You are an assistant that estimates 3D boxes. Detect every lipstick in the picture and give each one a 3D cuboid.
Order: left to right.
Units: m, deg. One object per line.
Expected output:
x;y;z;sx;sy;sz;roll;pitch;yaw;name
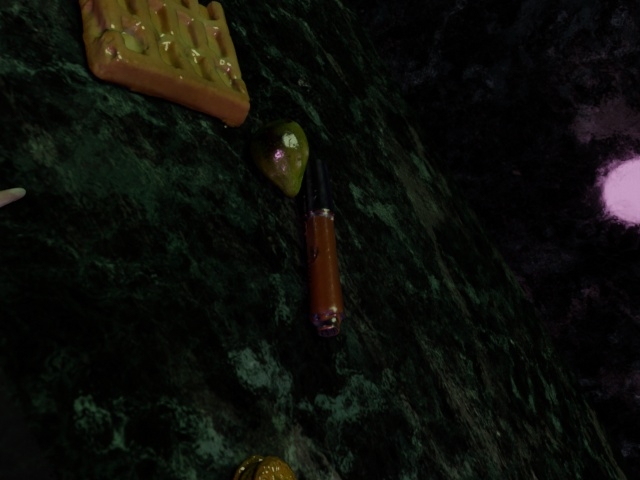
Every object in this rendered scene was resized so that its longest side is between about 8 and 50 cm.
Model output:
0.000;0.000;1.075;0.077;0.077;0.419;29;42;-39;lipstick

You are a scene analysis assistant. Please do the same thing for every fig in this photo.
-0.076;-0.170;1.089;0.156;0.123;0.123;65;28;-20;fig

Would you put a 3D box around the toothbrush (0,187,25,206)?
-0.432;-0.009;0.521;0.029;0.025;0.307;48;32;-1;toothbrush

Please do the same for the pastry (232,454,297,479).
-0.070;0.341;0.694;0.097;0.057;0.109;24;46;-46;pastry

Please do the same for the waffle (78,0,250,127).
-0.292;-0.390;1.006;0.348;0.077;0.304;6;59;-52;waffle
